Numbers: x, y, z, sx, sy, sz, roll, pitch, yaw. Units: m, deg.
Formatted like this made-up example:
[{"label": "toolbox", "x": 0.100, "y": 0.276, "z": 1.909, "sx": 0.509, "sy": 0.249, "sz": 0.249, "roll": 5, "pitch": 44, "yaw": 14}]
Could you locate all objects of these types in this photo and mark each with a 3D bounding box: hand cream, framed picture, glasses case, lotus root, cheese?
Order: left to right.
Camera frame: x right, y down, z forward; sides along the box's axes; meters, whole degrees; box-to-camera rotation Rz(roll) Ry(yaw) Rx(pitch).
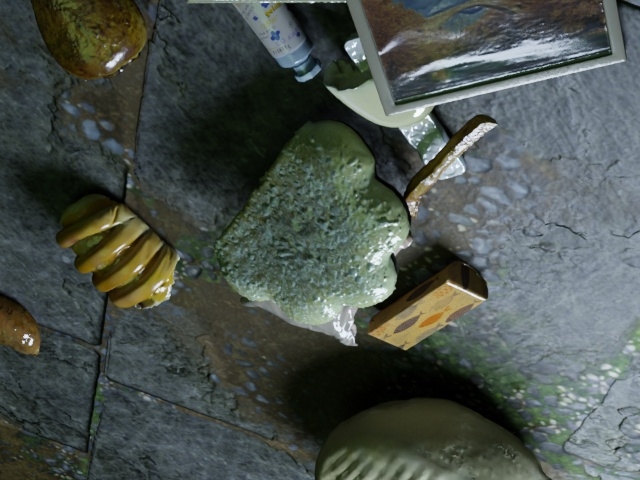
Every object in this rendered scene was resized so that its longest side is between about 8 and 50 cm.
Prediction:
[{"label": "lotus root", "x": -0.265, "y": -0.259, "z": 1.341, "sx": 0.108, "sy": 0.094, "sz": 0.190, "roll": -31, "pitch": 117, "yaw": 5}, {"label": "hand cream", "x": -0.057, "y": -0.240, "z": 1.308, "sx": 0.065, "sy": 0.043, "sz": 0.170, "roll": -20, "pitch": 121, "yaw": 32}, {"label": "cheese", "x": 0.095, "y": -0.145, "z": 1.342, "sx": 0.127, "sy": 0.049, "sz": 0.235, "roll": -17, "pitch": 136, "yaw": 27}, {"label": "glasses case", "x": 0.135, "y": 0.082, "z": 1.585, "sx": 0.065, "sy": 0.041, "sz": 0.170, "roll": 25, "pitch": 141, "yaw": -23}, {"label": "framed picture", "x": 0.159, "y": -0.217, "z": 1.206, "sx": 0.250, "sy": 0.016, "sz": 0.184, "roll": -11, "pitch": 133, "yaw": 12}]

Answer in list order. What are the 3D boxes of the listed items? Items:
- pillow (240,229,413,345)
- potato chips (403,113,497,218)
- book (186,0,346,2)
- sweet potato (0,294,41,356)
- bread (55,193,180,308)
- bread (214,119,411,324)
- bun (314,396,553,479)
[{"label": "pillow", "x": 0.002, "y": 0.037, "z": 1.572, "sx": 0.173, "sy": 0.067, "sz": 0.270, "roll": 26, "pitch": 140, "yaw": 4}, {"label": "potato chips", "x": 0.133, "y": -0.080, "z": 1.373, "sx": 0.037, "sy": 0.026, "sz": 0.204, "roll": 9, "pitch": 147, "yaw": -19}, {"label": "book", "x": 0.005, "y": -0.278, "z": 1.155, "sx": 0.242, "sy": 0.018, "sz": 0.170, "roll": -3, "pitch": 151, "yaw": -17}, {"label": "sweet potato", "x": -0.586, "y": 0.101, "z": 1.876, "sx": 0.342, "sy": 0.092, "sz": 0.114, "roll": 12, "pitch": 156, "yaw": 12}, {"label": "bread", "x": -0.272, "y": 0.018, "z": 1.658, "sx": 0.119, "sy": 0.084, "sz": 0.177, "roll": -25, "pitch": 118, "yaw": 40}, {"label": "bread", "x": 0.000, "y": 0.000, "z": 1.455, "sx": 0.207, "sy": 0.056, "sz": 0.286, "roll": 36, "pitch": 129, "yaw": 3}, {"label": "bun", "x": 0.171, "y": 0.356, "z": 1.737, "sx": 0.362, "sy": 0.234, "sz": 0.326, "roll": 24, "pitch": 136, "yaw": 21}]
